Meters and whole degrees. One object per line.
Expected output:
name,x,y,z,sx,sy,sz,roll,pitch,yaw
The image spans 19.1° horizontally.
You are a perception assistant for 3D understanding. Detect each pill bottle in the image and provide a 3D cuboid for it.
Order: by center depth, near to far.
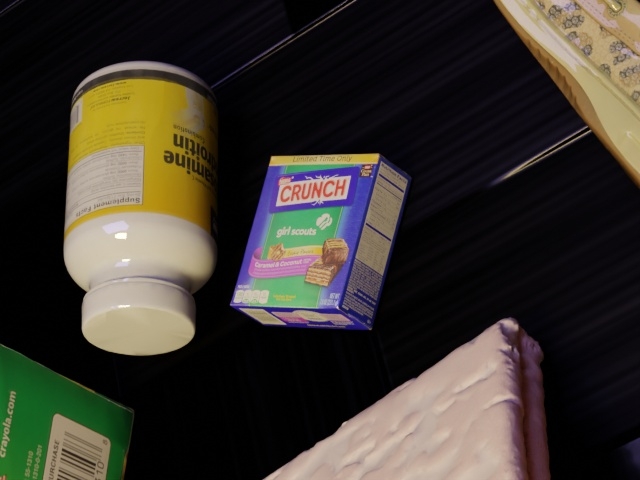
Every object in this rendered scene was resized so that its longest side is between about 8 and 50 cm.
pill bottle,-0.120,-0.021,1.281,0.103,0.103,0.184,-19,57,29

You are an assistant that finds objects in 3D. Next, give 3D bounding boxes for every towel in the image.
towel,-0.013,0.209,1.019,0.332,0.053,0.317,-35,19,17

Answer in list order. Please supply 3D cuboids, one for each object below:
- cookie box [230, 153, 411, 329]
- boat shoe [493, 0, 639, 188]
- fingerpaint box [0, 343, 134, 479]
cookie box,0.000,0.000,1.220,0.092,0.040,0.107,0,66,38
boat shoe,0.175,-0.117,1.116,0.089,0.104,0.285,-38,59,9
fingerpaint box,-0.339,0.310,1.232,0.371,0.163,0.444,-10,61,34
